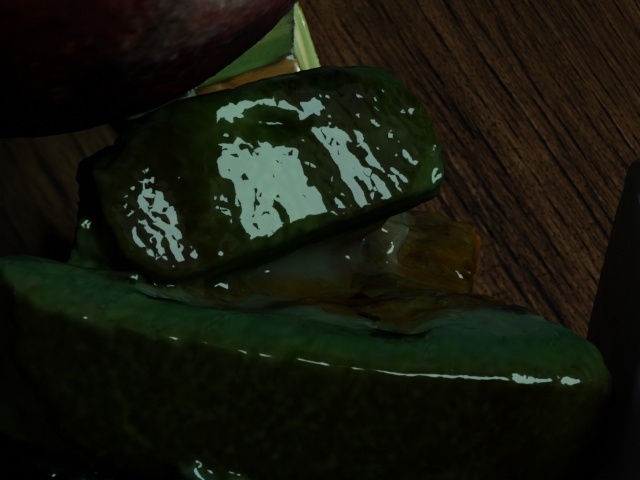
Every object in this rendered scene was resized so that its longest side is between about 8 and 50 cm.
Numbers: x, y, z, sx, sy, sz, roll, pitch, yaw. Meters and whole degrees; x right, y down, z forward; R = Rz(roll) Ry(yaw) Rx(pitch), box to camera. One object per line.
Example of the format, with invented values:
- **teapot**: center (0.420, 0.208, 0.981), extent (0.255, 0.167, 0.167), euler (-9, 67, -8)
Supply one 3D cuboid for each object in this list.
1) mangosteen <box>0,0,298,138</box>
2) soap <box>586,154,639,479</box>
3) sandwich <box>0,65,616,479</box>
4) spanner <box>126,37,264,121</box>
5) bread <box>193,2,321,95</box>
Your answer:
- **mangosteen**: center (-0.111, -0.208, 0.606), extent (0.306, 0.306, 0.359), euler (45, 60, -11)
- **soap**: center (0.162, 0.151, 0.692), extent (0.107, 0.285, 0.296), euler (9, 32, 3)
- **sandwich**: center (0.000, 0.000, 0.713), extent (0.250, 0.162, 0.301), euler (11, 14, -2)
- **spanner**: center (-0.162, -0.136, 0.767), extent (0.316, 0.087, 0.024), euler (27, 22, -30)
- **bread**: center (-0.035, -0.063, 0.927), extent (0.074, 0.084, 0.139), euler (-94, 167, -46)
